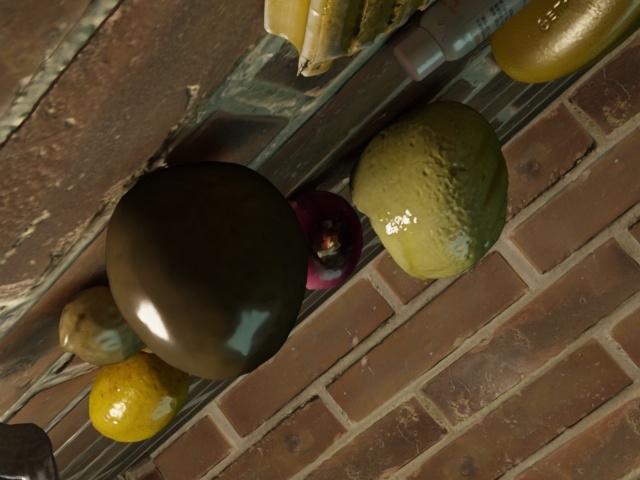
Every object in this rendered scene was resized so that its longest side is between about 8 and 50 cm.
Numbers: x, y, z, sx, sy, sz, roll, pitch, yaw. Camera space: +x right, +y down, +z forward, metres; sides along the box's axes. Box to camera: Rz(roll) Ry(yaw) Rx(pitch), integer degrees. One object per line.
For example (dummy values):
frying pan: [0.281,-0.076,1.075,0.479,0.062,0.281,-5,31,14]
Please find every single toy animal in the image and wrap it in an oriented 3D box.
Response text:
toy animal: [-0.437,0.256,0.945,0.255,0.239,0.176,-96,-169,-52]

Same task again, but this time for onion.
onion: [-0.005,-0.001,1.334,0.154,0.177,0.177,-14,-171,38]

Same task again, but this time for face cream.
face cream: [0.211,-0.310,0.982,0.269,0.082,0.082,-39,171,1]

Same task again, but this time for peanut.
peanut: [-0.259,0.107,1.048,0.125,0.111,0.274,-46,170,13]

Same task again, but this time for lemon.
lemon: [-0.335,0.279,1.413,0.207,0.170,0.170,-43,170,13]

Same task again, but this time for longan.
longan: [-0.120,0.031,0.837,0.215,0.245,0.246,-5,-162,44]

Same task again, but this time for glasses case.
glasses case: [0.406,-0.376,1.138,0.141,0.173,0.371,-27,166,-38]

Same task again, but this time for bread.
bread: [0.212,-0.092,1.357,0.237,0.320,0.320,-26,-179,38]

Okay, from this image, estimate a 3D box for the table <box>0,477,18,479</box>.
table: [-0.483,0.375,1.108,0.062,0.175,0.146,-28,-169,-38]

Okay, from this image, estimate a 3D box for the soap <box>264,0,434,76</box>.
soap: [0.044,-0.255,0.577,0.173,0.089,0.274,-35,170,-17]
